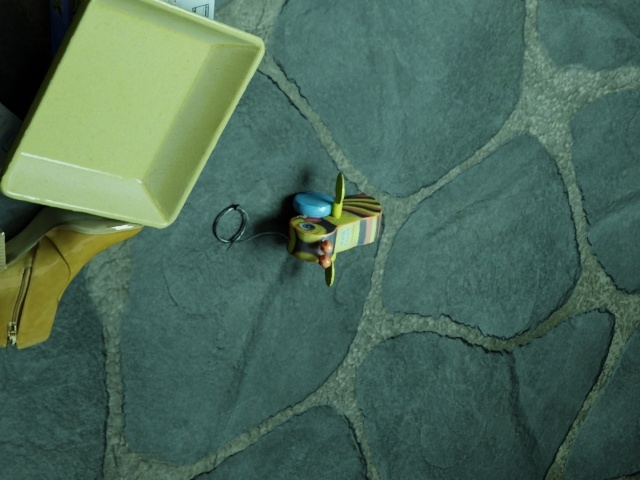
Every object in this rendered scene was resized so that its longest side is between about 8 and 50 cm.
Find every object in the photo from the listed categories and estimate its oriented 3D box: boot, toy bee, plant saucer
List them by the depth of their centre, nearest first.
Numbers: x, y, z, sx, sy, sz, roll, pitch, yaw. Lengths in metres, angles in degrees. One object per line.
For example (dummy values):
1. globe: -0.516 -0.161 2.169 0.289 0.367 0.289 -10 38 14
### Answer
1. plant saucer: -0.280 -0.197 1.883 0.333 0.081 0.332 13 111 -49
2. boot: -0.410 0.055 2.008 0.295 0.104 0.211 -10 124 -26
3. toy bee: 0.000 0.000 2.225 0.298 0.162 0.195 -29 129 -21

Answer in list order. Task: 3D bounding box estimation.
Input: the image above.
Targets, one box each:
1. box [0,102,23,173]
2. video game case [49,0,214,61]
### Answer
1. box: -0.487 -0.142 1.855 0.126 0.072 0.137 -51 133 -4
2. video game case: -0.265 -0.368 1.864 0.244 0.061 0.269 -22 138 -31
